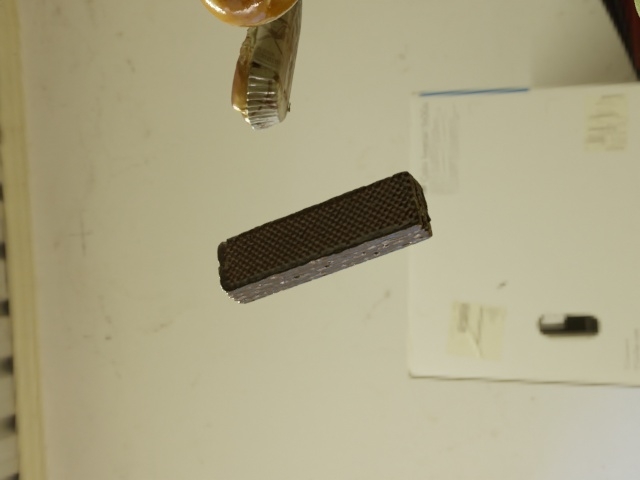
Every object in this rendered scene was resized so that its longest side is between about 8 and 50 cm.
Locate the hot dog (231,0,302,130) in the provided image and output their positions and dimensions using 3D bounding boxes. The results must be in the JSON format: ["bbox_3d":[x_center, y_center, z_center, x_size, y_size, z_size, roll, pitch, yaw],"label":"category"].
[{"bbox_3d":[-0.067,-0.252,1.255,0.131,0.069,0.253,85,-169,-56],"label":"hot dog"}]

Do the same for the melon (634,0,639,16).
[{"bbox_3d":[0.669,-0.442,1.782,0.192,0.139,0.139,59,179,35],"label":"melon"}]

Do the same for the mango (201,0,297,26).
[{"bbox_3d":[-0.046,-0.266,0.844,0.165,0.089,0.115,-57,-28,6],"label":"mango"}]

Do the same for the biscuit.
[{"bbox_3d":[0.000,0.000,1.631,0.073,0.388,0.107,40,-144,-54],"label":"biscuit"}]
